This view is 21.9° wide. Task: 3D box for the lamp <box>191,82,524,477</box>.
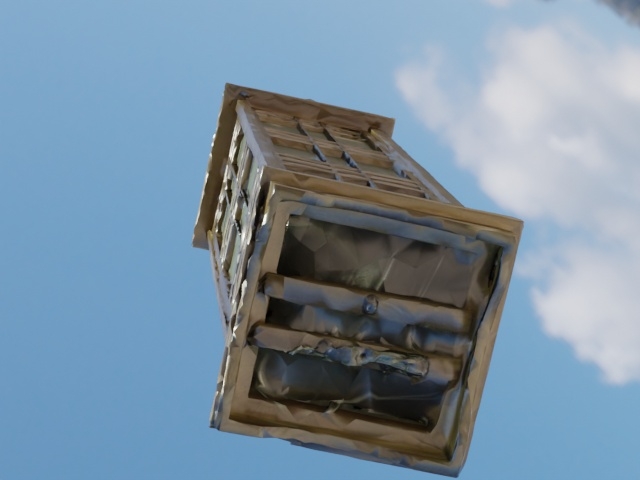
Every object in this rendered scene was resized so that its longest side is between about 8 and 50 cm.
[{"bbox_3d":[0.000,0.000,0.668,0.089,0.090,0.325,12,-172,-7],"label":"lamp"}]
